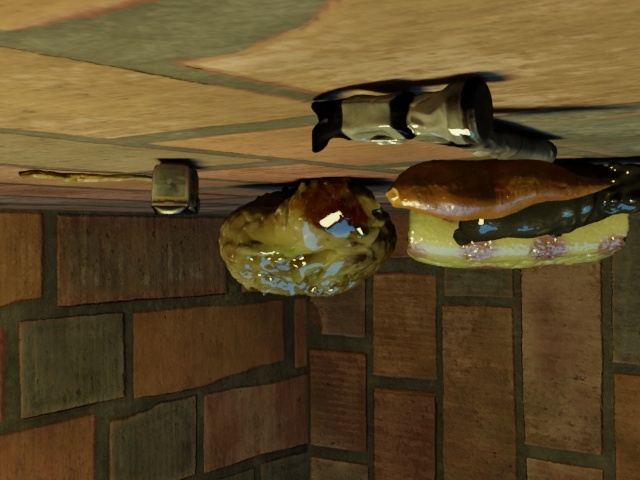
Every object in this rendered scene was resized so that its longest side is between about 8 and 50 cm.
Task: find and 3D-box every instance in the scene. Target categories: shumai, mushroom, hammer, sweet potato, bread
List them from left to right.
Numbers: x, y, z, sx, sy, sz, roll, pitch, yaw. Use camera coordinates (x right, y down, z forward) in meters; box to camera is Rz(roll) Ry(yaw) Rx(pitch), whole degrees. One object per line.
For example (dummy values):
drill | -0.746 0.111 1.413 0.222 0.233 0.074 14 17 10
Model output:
mushroom | -0.324 -0.096 1.376 0.286 0.028 0.026 1 -139 -46
shumai | 0.001 0.001 1.639 0.345 0.217 0.283 2 180 -17
hammer | 0.143 -0.089 0.796 0.152 0.044 0.426 0 -179 32
sweet potato | 0.152 -0.045 0.756 0.194 0.057 0.056 -4 180 4
bread | 0.308 -0.032 1.455 0.338 0.155 0.187 0 176 5

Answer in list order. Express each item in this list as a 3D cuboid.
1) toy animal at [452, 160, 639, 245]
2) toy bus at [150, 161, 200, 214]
toy animal | 0.349 -0.061 1.242 0.342 0.106 0.168 -7 172 10
toy bus | -0.197 -0.070 1.230 0.057 0.072 0.172 1 -178 -3
